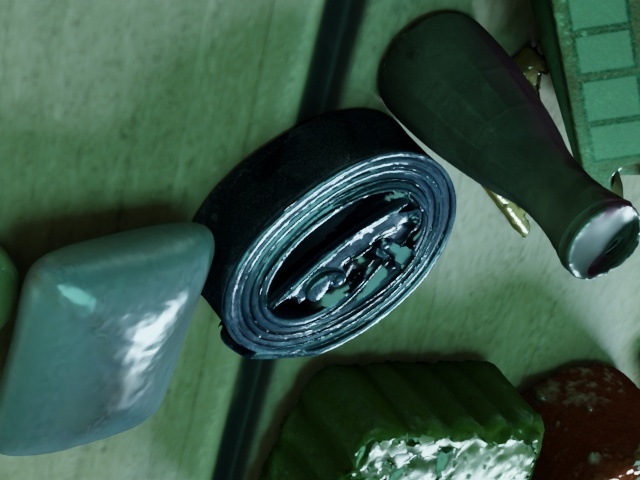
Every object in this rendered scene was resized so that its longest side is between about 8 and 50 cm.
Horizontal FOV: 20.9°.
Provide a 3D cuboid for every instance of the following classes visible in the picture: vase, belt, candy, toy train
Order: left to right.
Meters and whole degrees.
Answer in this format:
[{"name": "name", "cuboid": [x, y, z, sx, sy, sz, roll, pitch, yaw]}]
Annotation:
[{"name": "candy", "cuboid": [-0.145, 0.068, 1.146, 0.138, 0.071, 0.174, -14, 141, -38]}, {"name": "belt", "cuboid": [0.000, 0.000, 1.189, 0.190, 0.082, 0.141, -36, 133, -4]}, {"name": "vase", "cuboid": [0.125, -0.060, 1.124, 0.086, 0.214, 0.086, -19, 135, -20]}, {"name": "toy train", "cuboid": [0.223, -0.151, 1.160, 0.159, 0.129, 0.326, -9, 139, 10]}]

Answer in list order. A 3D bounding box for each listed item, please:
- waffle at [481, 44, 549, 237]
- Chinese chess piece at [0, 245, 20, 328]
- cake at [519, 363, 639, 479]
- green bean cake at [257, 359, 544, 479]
[{"name": "waffle", "cuboid": [0.153, -0.069, 1.280, 0.097, 0.023, 0.153, -40, 137, 3]}, {"name": "Chinese chess piece", "cuboid": [-0.231, 0.032, 1.091, 0.084, 0.034, 0.084, -19, 137, -19]}, {"name": "cake", "cuboid": [0.238, 0.242, 1.521, 0.177, 0.151, 0.283, -25, 132, -10]}, {"name": "green bean cake", "cuboid": [0.061, 0.192, 1.379, 0.214, 0.113, 0.200, -1, 127, -34]}]
